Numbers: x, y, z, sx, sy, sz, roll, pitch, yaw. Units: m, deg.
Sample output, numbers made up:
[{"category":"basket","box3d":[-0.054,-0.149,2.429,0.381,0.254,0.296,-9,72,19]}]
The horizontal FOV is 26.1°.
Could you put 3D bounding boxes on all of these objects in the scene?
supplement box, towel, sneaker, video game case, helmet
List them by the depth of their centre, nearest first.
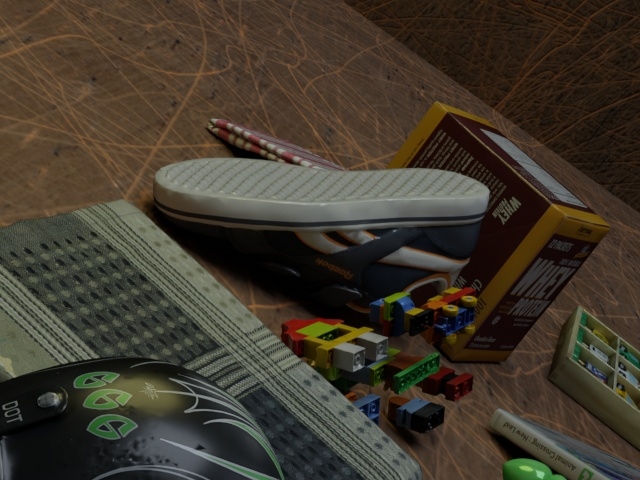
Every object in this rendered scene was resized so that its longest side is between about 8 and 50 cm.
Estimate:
[{"category":"helmet","box3d":[-0.091,0.137,0.638,0.161,0.169,0.169,6,30,-29]},{"category":"towel","box3d":[-0.102,0.101,0.909,0.324,0.056,0.312,42,20,11]},{"category":"sneaker","box3d":[0.000,0.000,1.274,0.321,0.127,0.126,3,22,-19]},{"category":"video game case","box3d":[0.285,0.230,1.275,0.212,0.023,0.193,26,2,-37]},{"category":"supplement box","box3d":[0.159,-0.006,1.457,0.194,0.191,0.129,45,18,27]},{"category":"towel","box3d":[-0.021,-0.083,1.541,0.197,0.029,0.144,28,8,35]}]

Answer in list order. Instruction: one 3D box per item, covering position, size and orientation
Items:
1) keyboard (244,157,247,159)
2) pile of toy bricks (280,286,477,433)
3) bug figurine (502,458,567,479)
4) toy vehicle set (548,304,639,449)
[{"category":"keyboard","box3d":[-0.013,-0.041,1.503,0.100,0.038,0.192,28,6,28]},{"category":"pile of toy bricks","box3d":[0.038,0.096,1.135,0.105,0.118,0.212,14,19,34]},{"category":"bug figurine","box3d":[0.192,0.245,0.910,0.216,0.072,0.279,32,36,9]},{"category":"toy vehicle set","box3d":[0.360,0.170,1.667,0.166,0.035,0.267,38,16,4]}]
